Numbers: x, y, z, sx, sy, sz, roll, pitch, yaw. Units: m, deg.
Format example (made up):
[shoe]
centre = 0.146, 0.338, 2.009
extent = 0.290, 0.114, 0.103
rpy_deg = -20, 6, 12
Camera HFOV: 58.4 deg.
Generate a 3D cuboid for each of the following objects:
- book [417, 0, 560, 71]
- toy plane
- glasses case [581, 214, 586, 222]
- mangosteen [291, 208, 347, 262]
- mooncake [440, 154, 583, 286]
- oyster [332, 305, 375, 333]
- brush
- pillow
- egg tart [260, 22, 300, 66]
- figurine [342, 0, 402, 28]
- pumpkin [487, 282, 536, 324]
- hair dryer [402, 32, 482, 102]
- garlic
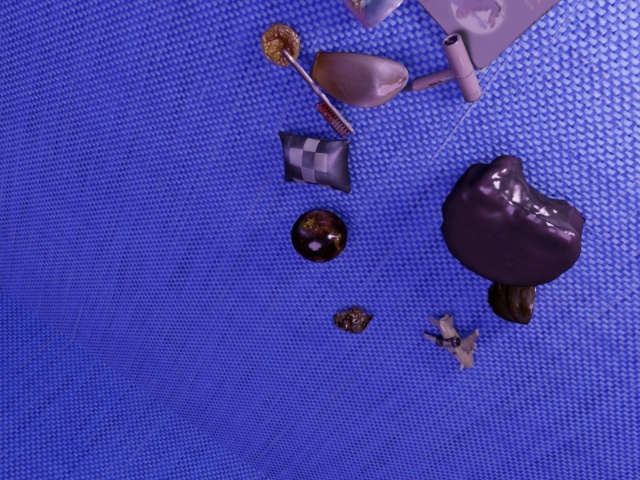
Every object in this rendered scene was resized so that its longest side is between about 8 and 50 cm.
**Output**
[book]
centre = 0.451, -0.631, 1.392
extent = 0.260, 0.043, 0.371
rpy_deg = 47, 127, -6
[toy plane]
centre = 0.472, 0.362, 2.011
extent = 0.229, 0.092, 0.244
rpy_deg = -12, 113, 49
[glasses case]
centre = 0.729, -0.045, 1.655
extent = 0.033, 0.023, 0.083
rpy_deg = 33, 131, -4
[mangosteen]
centre = 0.000, 0.000, 1.951
extent = 0.192, 0.192, 0.217
rpy_deg = 13, 150, 18
[mooncake]
centre = 0.527, -0.049, 1.629
extent = 0.381, 0.212, 0.350
rpy_deg = 46, 133, -9
[oyster]
centre = 0.116, 0.294, 2.134
extent = 0.177, 0.105, 0.056
rpy_deg = 7, 140, 48
[brush]
centre = -0.016, -0.430, 1.690
extent = 0.050, 0.060, 0.321
rpy_deg = -39, 115, 9
[pillow]
centre = -0.017, -0.253, 1.827
extent = 0.250, 0.106, 0.186
rpy_deg = 13, 125, 23
[egg tart]
centre = -0.115, -0.581, 1.690
extent = 0.130, 0.052, 0.130
rpy_deg = 14, 127, 18
[figurine]
centre = 0.100, -0.701, 1.387
extent = 0.316, 0.284, 0.206
rpy_deg = 41, 87, -19
[pumpkin]
centre = 0.596, 0.192, 1.803
extent = 0.130, 0.149, 0.254
rpy_deg = 7, 125, 12
[hair dryer]
centre = 0.305, -0.456, 1.548
extent = 0.220, 0.053, 0.195
rpy_deg = 7, 149, 38
[garlic]
centre = 0.107, -0.459, 1.626
extent = 0.318, 0.112, 0.143
rpy_deg = 18, 118, 23
